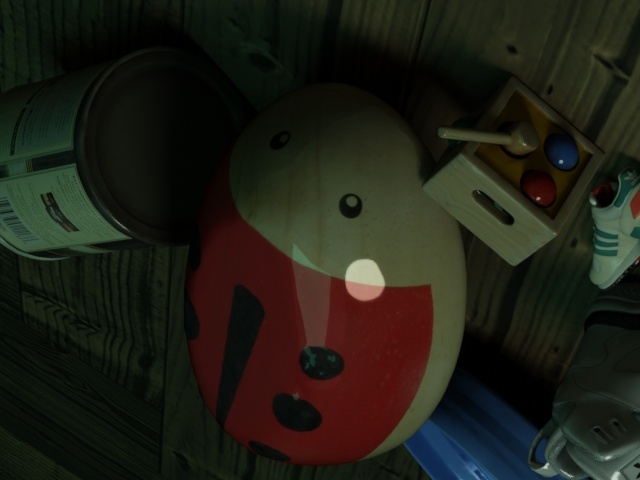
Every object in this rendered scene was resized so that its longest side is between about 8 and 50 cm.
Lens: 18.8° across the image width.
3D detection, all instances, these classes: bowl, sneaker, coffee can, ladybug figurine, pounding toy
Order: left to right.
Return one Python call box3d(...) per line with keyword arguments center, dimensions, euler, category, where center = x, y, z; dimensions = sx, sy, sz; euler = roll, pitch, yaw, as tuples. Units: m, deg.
box3d(center=(-0.227, -0.086, 2.040), dimensions=(0.201, 0.201, 0.275), euler=(48, 152, -22), category="coffee can")
box3d(center=(-0.016, 0.058, 1.837), dimensions=(0.305, 0.162, 0.449), euler=(39, 139, 27), category="ladybug figurine")
box3d(center=(0.159, -0.069, 1.670), dimensions=(0.141, 0.130, 0.100), euler=(40, 144, -6), category="pounding toy")
box3d(center=(0.224, 0.283, 2.116), dimensions=(0.391, 0.077, 0.391), euler=(45, 171, 10), category="bowl")
box3d(center=(0.269, -0.015, 1.733), dimensions=(0.075, 0.057, 0.161), euler=(50, 157, 10), category="sneaker")
box3d(center=(0.358, 0.161, 1.720), dimensions=(0.366, 0.210, 0.137), euler=(10, 143, 43), category="sneaker")
